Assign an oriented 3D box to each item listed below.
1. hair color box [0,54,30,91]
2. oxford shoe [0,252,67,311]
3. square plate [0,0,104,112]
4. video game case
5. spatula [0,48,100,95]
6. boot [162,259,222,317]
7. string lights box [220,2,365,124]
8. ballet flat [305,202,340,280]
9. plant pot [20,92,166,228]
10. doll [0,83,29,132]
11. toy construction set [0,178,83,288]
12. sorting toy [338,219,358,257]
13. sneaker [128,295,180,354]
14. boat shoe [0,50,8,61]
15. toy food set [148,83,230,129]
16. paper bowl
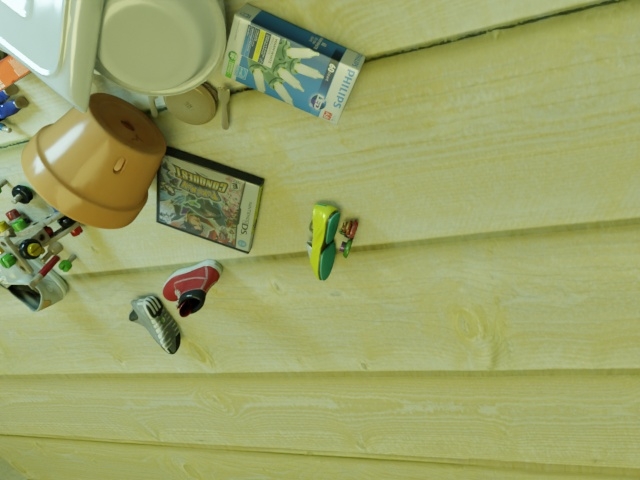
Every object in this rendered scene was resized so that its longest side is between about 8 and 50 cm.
[{"bbox_3d":[-0.680,-0.389,1.223,0.167,0.093,0.053,-31,118,5],"label":"hair color box"},{"bbox_3d":[-1.031,0.069,1.759,0.169,0.130,0.449,-29,115,37],"label":"oxford shoe"},{"bbox_3d":[-0.524,-0.456,0.967,0.344,0.049,0.347,37,127,12],"label":"square plate"},{"bbox_3d":[-0.296,-0.100,1.430,0.275,0.035,0.248,19,133,2],"label":"video game case"},{"bbox_3d":[-0.562,-0.419,1.166,0.242,0.019,0.168,24,122,-36],"label":"spatula"},{"bbox_3d":[-0.407,0.165,1.601,0.244,0.176,0.088,-25,120,35],"label":"boot"},{"bbox_3d":[-0.056,-0.353,1.102,0.260,0.076,0.133,23,132,-2],"label":"string lights box"},{"bbox_3d":[0.000,0.000,1.404,0.077,0.077,0.231,28,134,23],"label":"ballet flat"},{"bbox_3d":[-0.498,-0.200,1.268,0.291,0.291,0.203,40,113,-17],"label":"plant pot"},{"bbox_3d":[-0.832,-0.333,1.397,0.189,0.046,0.129,-12,124,26],"label":"doll"},{"bbox_3d":[-0.852,0.028,1.587,0.258,0.237,0.308,13,133,7],"label":"toy construction set"},{"bbox_3d":[0.063,-0.009,1.374,0.042,0.061,0.102,18,110,3],"label":"sorting toy"},{"bbox_3d":[-0.562,0.281,1.826,0.132,0.086,0.228,-4,118,27],"label":"sneaker"},{"bbox_3d":[-0.832,-0.510,1.203,0.111,0.104,0.307,-15,124,28],"label":"boat shoe"},{"bbox_3d":[-0.294,-0.321,1.242,0.192,0.038,0.132,11,139,2],"label":"toy food set"},{"bbox_3d":[-0.322,-0.404,1.040,0.284,0.148,0.284,-5,136,-5],"label":"paper bowl"}]
